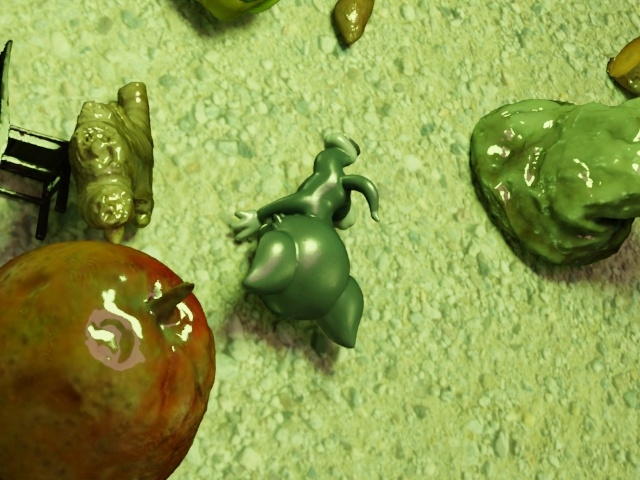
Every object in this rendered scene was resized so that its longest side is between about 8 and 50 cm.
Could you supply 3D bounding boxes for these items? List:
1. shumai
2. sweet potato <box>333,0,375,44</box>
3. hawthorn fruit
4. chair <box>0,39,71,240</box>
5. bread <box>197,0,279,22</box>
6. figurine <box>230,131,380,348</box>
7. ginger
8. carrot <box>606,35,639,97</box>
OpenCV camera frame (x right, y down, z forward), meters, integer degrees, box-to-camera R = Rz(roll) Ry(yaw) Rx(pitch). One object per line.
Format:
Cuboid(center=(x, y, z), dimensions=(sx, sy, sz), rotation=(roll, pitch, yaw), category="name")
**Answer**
Cuboid(center=(0.417, -0.129, 1.891), dimensions=(0.304, 0.263, 0.309), rotation=(40, 49, -16), category="shumai")
Cuboid(center=(0.049, -0.384, 1.891), dimensions=(0.065, 0.051, 0.218), rotation=(14, 59, -28), category="sweet potato")
Cuboid(center=(-0.222, 0.118, 1.254), dimensions=(0.277, 0.298, 0.277), rotation=(31, 40, -31), category="hawthorn fruit")
Cuboid(center=(-0.334, -0.120, 1.443), dimensions=(0.101, 0.084, 0.212), rotation=(18, 56, -25), category="chair")
Cuboid(center=(-0.199, -0.453, 1.700), dimensions=(0.383, 0.112, 0.166), rotation=(45, 58, -8), category="bread")
Cuboid(center=(0.004, -0.003, 1.600), dimensions=(0.193, 0.140, 0.265), rotation=(45, 69, -32), category="figurine")
Cuboid(center=(-0.232, -0.083, 1.438), dimensions=(0.080, 0.333, 0.166), rotation=(-7, 103, -1), category="ginger")
Cuboid(center=(0.626, -0.259, 2.243), dimensions=(0.263, 0.102, 0.102), rotation=(34, 50, -26), category="carrot")
